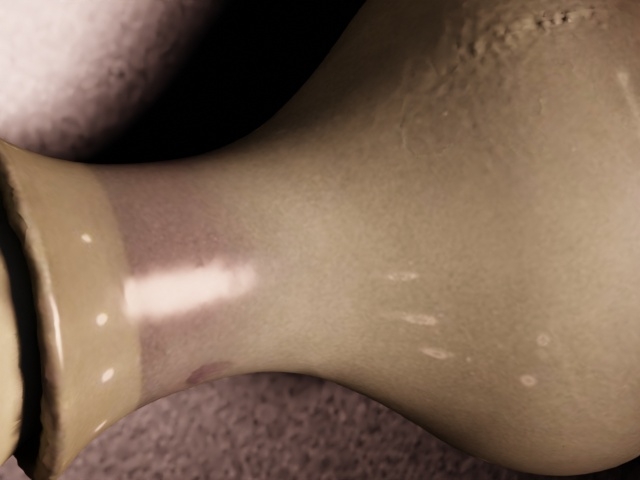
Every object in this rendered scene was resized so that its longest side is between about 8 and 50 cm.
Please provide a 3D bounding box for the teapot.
[{"bbox_3d":[0.000,0.000,0.545,0.251,0.183,0.183,-11,105,-20],"label":"teapot"}]
